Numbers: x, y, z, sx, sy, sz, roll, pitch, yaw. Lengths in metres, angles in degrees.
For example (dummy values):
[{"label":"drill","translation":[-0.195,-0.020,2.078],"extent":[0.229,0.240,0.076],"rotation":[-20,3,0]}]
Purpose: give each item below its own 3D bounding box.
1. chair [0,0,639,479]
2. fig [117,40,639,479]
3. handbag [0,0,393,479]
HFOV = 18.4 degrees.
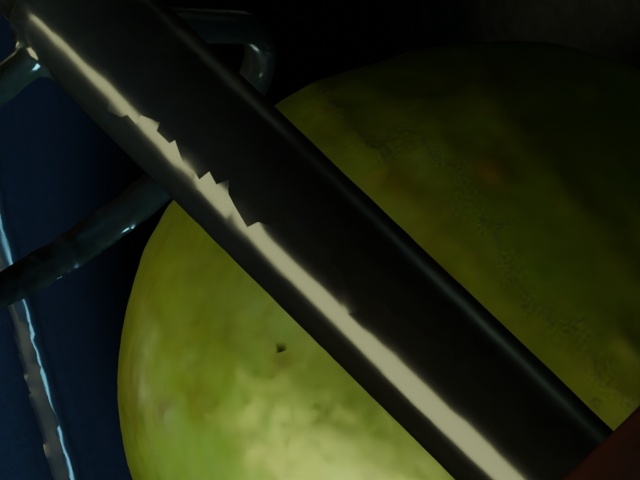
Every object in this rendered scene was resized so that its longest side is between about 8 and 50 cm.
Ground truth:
[{"label":"chair","translation":[0.000,0.000,0.476],"extent":[0.401,0.226,0.226],"rotation":[43,146,22]},{"label":"fig","translation":[0.088,0.081,0.679],"extent":[0.326,0.258,0.258],"rotation":[40,143,35]},{"label":"handbag","translation":[-0.081,-0.046,0.831],"extent":[0.122,0.303,0.329],"rotation":[-3,113,31]}]
